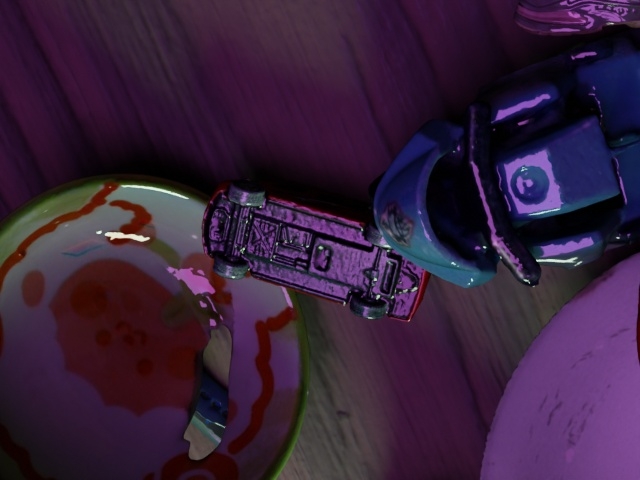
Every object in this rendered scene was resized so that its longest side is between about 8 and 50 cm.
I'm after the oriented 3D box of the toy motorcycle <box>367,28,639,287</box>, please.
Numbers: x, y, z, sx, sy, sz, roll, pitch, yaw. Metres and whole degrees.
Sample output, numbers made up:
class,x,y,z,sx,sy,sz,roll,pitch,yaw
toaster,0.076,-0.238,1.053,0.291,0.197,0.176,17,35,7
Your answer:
class,x,y,z,sx,sy,sz,roll,pitch,yaw
toy motorcycle,0.210,-0.060,1.448,0.416,0.232,0.172,-12,99,23

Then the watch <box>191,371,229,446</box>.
class,x,y,z,sx,sy,sz,roll,pitch,yaw
watch,-0.215,0.123,1.777,0.276,0.068,0.274,-17,108,23

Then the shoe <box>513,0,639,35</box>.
class,x,y,z,sx,sy,sz,roll,pitch,yaw
shoe,0.232,-0.209,1.459,0.180,0.089,0.092,-4,102,18

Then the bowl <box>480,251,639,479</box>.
class,x,y,z,sx,sy,sz,roll,pitch,yaw
bowl,0.355,0.222,1.522,0.434,0.435,0.196,-2,158,19

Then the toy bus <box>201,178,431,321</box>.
class,x,y,z,sx,sy,sz,roll,pitch,yaw
toy bus,0.000,0.000,1.627,0.195,0.089,0.081,16,111,10

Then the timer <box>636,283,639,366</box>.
class,x,y,z,sx,sy,sz,roll,pitch,yaw
timer,0.395,0.053,1.247,0.378,0.279,0.378,7,138,6

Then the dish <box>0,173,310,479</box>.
class,x,y,z,sx,sy,sz,roll,pitch,yaw
dish,-0.179,0.109,1.667,0.324,0.324,0.124,52,158,-10
